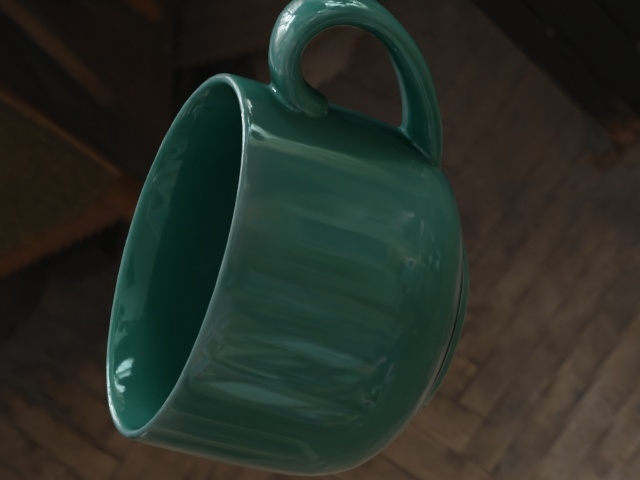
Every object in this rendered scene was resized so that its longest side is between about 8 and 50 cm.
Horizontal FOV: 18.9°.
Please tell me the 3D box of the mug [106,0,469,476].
[{"bbox_3d":[-0.002,0.009,0.660,0.158,0.097,0.129,129,150,-47],"label":"mug"}]
